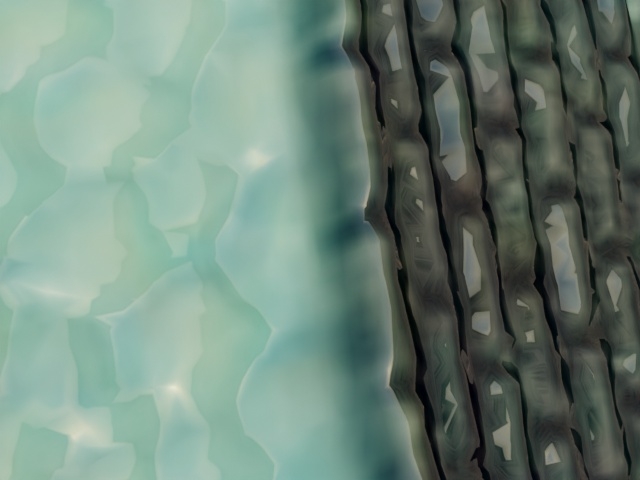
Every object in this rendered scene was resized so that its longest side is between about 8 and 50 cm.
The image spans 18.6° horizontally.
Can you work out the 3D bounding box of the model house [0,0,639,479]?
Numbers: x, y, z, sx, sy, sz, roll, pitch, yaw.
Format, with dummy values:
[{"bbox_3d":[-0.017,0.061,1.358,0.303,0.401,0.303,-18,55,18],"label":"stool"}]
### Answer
[{"bbox_3d":[0.000,0.000,0.455,0.226,0.241,0.261,162,100,-74],"label":"model house"}]
